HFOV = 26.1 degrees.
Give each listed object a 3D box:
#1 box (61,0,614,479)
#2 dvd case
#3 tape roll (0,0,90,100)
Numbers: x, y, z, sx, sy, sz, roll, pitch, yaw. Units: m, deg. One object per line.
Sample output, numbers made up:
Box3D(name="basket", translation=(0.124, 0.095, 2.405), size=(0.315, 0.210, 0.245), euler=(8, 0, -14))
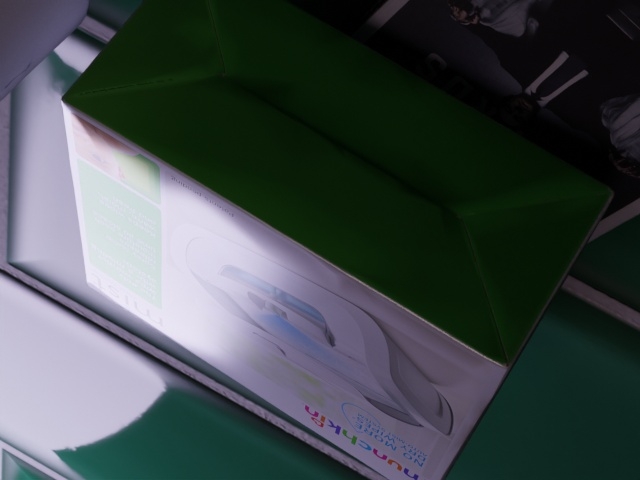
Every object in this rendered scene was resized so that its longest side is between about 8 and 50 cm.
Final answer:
Box3D(name="box", translation=(0.000, 0.000, 0.786), size=(0.262, 0.127, 0.231), euler=(32, 154, 9))
Box3D(name="dvd case", translation=(0.118, -0.086, 0.712), size=(0.179, 0.030, 0.238), euler=(41, 143, -9))
Box3D(name="tape roll", translation=(-0.257, -0.193, 0.737), size=(0.286, 0.100, 0.286), euler=(38, 163, 14))
